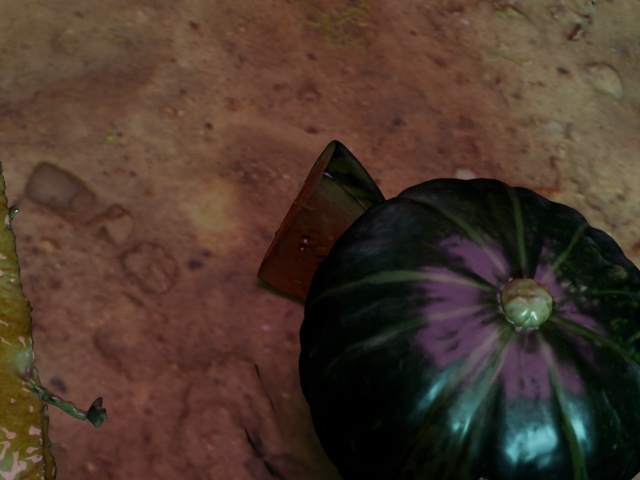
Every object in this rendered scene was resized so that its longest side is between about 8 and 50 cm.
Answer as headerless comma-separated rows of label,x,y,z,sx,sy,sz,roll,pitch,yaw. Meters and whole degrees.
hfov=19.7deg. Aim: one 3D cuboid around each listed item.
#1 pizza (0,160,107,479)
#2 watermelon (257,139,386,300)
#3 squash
pizza,-0.237,0.091,1.003,0.280,0.075,0.287,-23,58,-30
watermelon,0.000,0.000,1.184,0.094,0.125,0.135,-32,25,-5
squash,0.091,0.070,1.051,0.218,0.172,0.218,13,48,-15
